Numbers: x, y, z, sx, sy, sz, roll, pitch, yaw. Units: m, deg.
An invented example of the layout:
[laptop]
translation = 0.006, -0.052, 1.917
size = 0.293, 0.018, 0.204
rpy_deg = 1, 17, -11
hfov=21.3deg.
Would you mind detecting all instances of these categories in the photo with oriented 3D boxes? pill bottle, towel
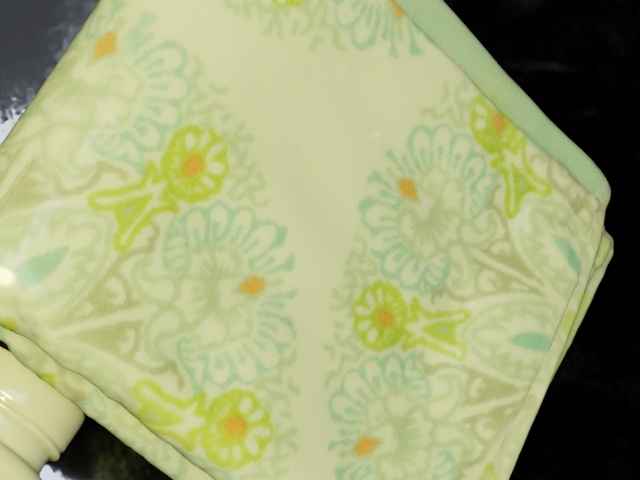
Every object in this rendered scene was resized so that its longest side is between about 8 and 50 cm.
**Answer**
[pill bottle]
translation = -0.216, 0.151, 0.941
size = 0.112, 0.112, 0.186
rpy_deg = 36, 70, -5
[towel]
translation = 0.000, 0.000, 0.987
size = 0.374, 0.090, 0.320
rpy_deg = 41, 63, -25

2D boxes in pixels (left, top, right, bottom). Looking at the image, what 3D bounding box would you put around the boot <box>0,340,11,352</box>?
[boot]
translation = -0.137, -0.023, 1.012
size = 0.262, 0.095, 0.203
rpy_deg = 24, 72, -16
